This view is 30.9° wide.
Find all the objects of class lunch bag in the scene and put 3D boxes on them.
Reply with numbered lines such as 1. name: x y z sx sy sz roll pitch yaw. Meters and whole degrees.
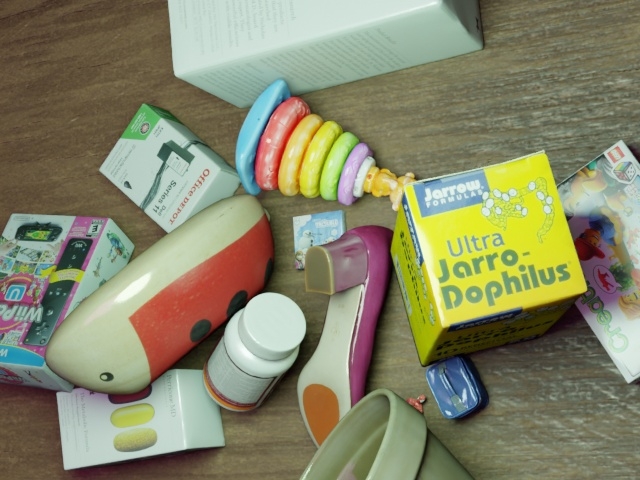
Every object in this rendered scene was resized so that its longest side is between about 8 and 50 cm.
1. lunch bag: 0.208 0.222 1.778 0.067 0.065 0.098 -31 72 18

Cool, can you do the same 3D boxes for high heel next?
1. high heel: 0.064 0.167 1.855 0.127 0.181 0.377 18 113 41

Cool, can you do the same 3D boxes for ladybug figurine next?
1. ladybug figurine: -0.231 0.093 1.854 0.449 0.305 0.162 -40 88 -25

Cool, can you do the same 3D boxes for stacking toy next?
1. stacking toy: 0.027 -0.122 1.876 0.301 0.166 0.175 21 75 14

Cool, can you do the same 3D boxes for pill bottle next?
1. pill bottle: -0.104 0.177 1.840 0.121 0.121 0.221 60 147 19

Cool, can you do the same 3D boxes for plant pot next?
1. plant pot: 0.122 0.420 1.662 0.280 0.323 0.323 34 99 -9

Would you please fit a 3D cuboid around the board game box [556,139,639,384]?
1. board game box: 0.450 0.031 1.697 0.193 0.053 0.305 -37 70 17

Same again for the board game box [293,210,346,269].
1. board game box: 0.000 0.000 1.929 0.090 0.020 0.090 -8 79 24

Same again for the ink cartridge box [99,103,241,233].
1. ink cartridge box: -0.262 -0.117 2.028 0.208 0.087 0.153 40 101 23

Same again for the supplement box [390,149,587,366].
1. supplement box: 0.220 0.039 1.611 0.194 0.356 0.195 -14 76 -2

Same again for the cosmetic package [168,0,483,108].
1. cosmetic package: 0.008 -0.358 1.858 0.453 0.230 0.162 -10 78 23

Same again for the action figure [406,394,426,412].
1. action figure: 0.126 0.285 1.830 0.115 0.030 0.038 -47 62 10

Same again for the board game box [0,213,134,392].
1. board game box: -0.491 0.104 2.035 0.224 0.097 0.303 2 58 26

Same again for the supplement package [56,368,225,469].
1. supplement package: -0.305 0.303 1.967 0.244 0.134 0.139 -14 77 23
